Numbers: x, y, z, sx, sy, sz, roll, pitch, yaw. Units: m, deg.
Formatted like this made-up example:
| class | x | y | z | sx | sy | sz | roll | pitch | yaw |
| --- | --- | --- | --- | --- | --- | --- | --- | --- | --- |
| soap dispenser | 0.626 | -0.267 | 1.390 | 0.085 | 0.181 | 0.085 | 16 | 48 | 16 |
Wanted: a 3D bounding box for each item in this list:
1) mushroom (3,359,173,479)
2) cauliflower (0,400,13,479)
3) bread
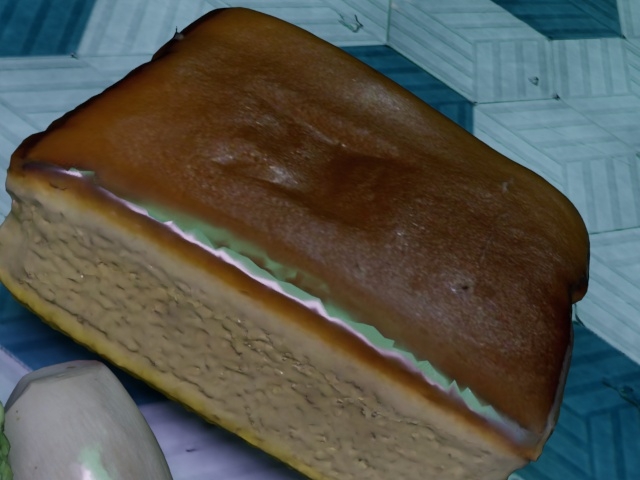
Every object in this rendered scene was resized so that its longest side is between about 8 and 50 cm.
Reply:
| class | x | y | z | sx | sy | sz | roll | pitch | yaw |
| --- | --- | --- | --- | --- | --- | --- | --- | --- | --- |
| mushroom | -0.120 | 0.153 | 0.675 | 0.097 | 0.088 | 0.212 | -6 | 53 | -32 |
| cauliflower | -0.269 | 0.154 | 0.544 | 0.250 | 0.275 | 0.272 | -2 | 75 | 22 |
| bread | 0.000 | 0.000 | 0.812 | 0.333 | 0.143 | 0.323 | 29 | 31 | 1 |
